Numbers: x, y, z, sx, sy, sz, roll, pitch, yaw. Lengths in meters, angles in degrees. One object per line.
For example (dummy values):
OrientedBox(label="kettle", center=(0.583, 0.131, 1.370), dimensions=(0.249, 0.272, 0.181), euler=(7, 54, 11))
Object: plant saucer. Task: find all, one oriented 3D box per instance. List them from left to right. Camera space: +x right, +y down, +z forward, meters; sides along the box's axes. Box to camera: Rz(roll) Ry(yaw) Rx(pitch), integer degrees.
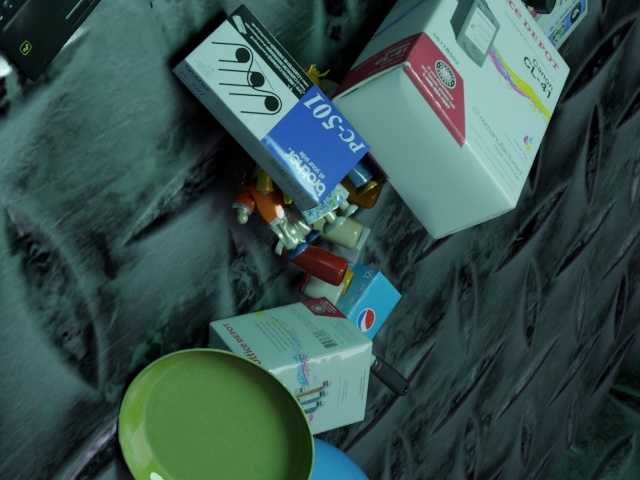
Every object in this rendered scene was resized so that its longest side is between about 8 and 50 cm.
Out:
OrientedBox(label="plant saucer", center=(-0.121, 0.232, 1.257), dimensions=(0.037, 0.240, 0.241), euler=(-55, 160, -68))

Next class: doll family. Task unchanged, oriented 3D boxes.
OrientedBox(label="doll family", center=(0.001, -0.115, 1.247), dimensions=(0.163, 0.118, 0.263), euler=(50, 58, -9))

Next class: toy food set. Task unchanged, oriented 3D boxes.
OrientedBox(label="toy food set", center=(0.000, 0.000, 1.417), dimensions=(0.232, 0.104, 0.111), euler=(104, 13, -55))

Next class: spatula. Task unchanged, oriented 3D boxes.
OrientedBox(label="spatula", center=(0.064, 0.178, 1.646), dimensions=(0.296, 0.030, 0.084), euler=(43, 75, -41))

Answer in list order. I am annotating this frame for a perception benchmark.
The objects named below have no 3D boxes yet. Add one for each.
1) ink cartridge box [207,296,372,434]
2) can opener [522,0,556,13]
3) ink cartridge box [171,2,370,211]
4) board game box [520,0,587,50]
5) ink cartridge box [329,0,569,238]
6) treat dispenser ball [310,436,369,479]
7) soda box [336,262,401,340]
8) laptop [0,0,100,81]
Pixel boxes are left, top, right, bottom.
OrientedBox(label="ink cartridge box", center=(-0.044, 0.169, 1.357), dimensions=(0.176, 0.128, 0.127), euler=(-10, 122, -28))
OrientedBox(label="can opener", center=(0.299, -0.401, 1.420), dimensions=(0.059, 0.073, 0.186), euler=(-20, 120, -40))
OrientedBox(label="ink cartridge box", center=(-0.050, -0.140, 1.126), dimensions=(0.207, 0.046, 0.097), euler=(47, 65, -13))
OrientedBox(label="board game box", center=(0.284, -0.374, 1.558), dimensions=(0.308, 0.086, 0.302), euler=(-48, 146, -26))
OrientedBox(label="ink cartridge box", center=(0.169, -0.189, 1.304), dimensions=(0.226, 0.131, 0.306), euler=(49, 45, -19))
OrientedBox(label="treat dispenser ball", center=(-0.052, 0.402, 1.408), dimensions=(0.288, 0.288, 0.288), euler=(-37, 140, -39))
OrientedBox(label="soda box", center=(0.023, 0.137, 1.529), dimensions=(0.210, 0.067, 0.071), euler=(-54, 131, -13))
OrientedBox(label="laptop", center=(-0.189, -0.274, 0.843), dimensions=(0.234, 0.136, 0.264), euler=(-55, 149, -15))
